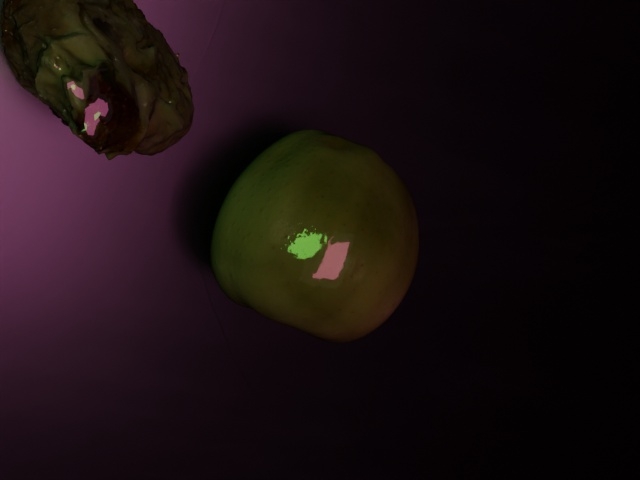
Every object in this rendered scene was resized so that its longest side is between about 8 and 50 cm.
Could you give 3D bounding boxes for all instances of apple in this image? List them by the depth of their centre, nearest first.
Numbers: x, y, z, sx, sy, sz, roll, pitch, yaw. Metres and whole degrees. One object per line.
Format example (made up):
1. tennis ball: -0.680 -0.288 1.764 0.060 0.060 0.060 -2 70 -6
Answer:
1. apple: 0.000 0.000 1.538 0.357 0.357 0.357 -8 108 -26

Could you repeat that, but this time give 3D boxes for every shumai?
1. shumai: -0.305 -0.250 1.331 0.217 0.283 0.346 -46 118 -7
